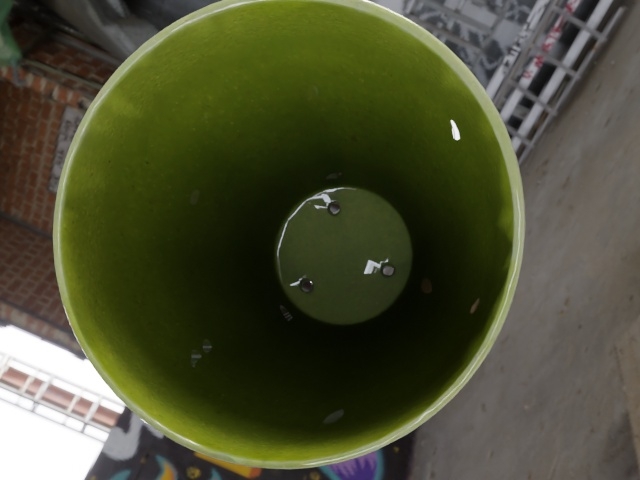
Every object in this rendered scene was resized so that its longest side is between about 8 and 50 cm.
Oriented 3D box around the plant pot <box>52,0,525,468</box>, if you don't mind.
[{"bbox_3d":[0.000,0.000,0.555,0.274,0.275,0.293,-66,-11,1],"label":"plant pot"}]
